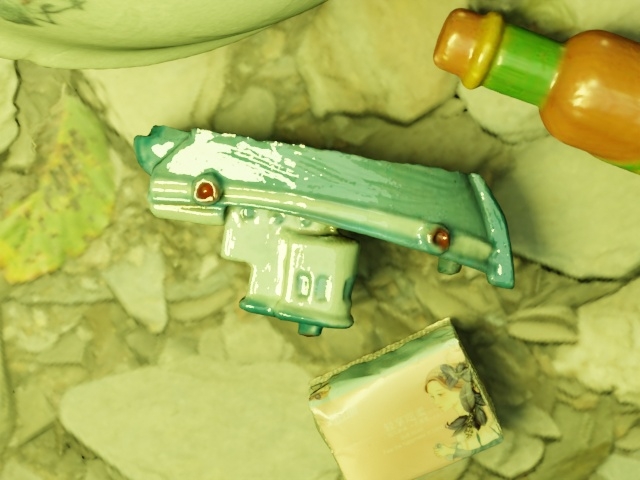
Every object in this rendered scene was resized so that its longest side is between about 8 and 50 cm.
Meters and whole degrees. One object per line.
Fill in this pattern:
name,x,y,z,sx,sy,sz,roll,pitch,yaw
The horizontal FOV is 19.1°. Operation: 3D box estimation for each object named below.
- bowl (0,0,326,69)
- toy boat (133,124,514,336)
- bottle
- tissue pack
bowl,-0.046,-0.251,0.831,0.435,0.196,0.434,-12,119,-22
toy boat,0.000,0.000,1.029,0.215,0.088,0.102,8,94,-2
bottle,0.152,-0.080,1.030,0.187,0.069,0.069,21,102,-5
tissue pack,0.046,0.095,1.071,0.094,0.059,0.074,-25,105,5
